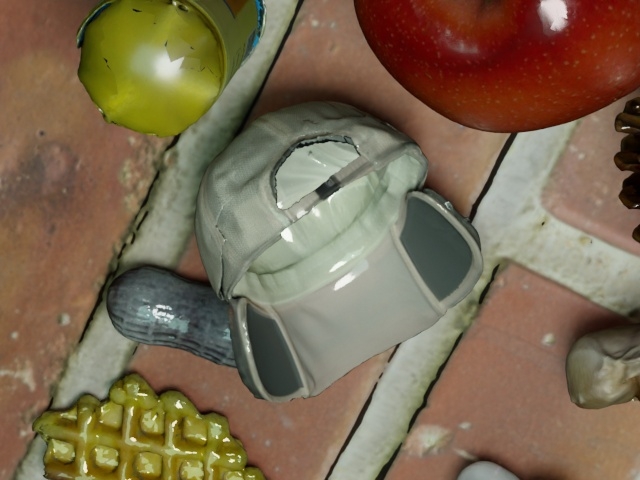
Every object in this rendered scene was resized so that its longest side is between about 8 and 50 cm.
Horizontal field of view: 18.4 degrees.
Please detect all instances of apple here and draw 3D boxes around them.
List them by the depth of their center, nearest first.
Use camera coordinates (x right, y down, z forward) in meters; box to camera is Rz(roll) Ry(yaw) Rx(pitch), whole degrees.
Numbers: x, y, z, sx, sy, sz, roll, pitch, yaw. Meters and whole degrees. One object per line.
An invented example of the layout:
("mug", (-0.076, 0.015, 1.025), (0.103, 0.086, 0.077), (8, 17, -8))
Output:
("apple", (0.153, -0.206, 1.517), (0.260, 0.216, 0.260), (3, 96, 26))

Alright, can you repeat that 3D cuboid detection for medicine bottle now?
("medicine bottle", (-0.120, -0.160, 1.583), (0.124, 0.239, 0.124), (2, 105, 7))

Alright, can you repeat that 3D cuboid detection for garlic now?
("garlic", (0.329, 0.105, 1.606), (0.217, 0.228, 0.110), (11, 88, -14))

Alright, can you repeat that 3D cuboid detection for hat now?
("hat", (0.004, 0.008, 1.669), (0.232, 0.161, 0.275), (-29, 126, -4))

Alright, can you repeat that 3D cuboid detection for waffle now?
("waffle", (-0.165, 0.264, 1.823), (0.291, 0.051, 0.291), (2, 106, 7))

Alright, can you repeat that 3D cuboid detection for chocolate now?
("chocolate", (-0.109, 0.068, 1.742), (0.167, 0.072, 0.072), (16, 109, 7))

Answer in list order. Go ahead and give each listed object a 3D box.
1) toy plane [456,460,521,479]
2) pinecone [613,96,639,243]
("toy plane", (0.178, 0.269, 1.752), (0.174, 0.080, 0.174), (12, 121, 22))
("pinecone", (0.322, -0.061, 1.555), (0.207, 0.208, 0.208), (3, 108, 9))
